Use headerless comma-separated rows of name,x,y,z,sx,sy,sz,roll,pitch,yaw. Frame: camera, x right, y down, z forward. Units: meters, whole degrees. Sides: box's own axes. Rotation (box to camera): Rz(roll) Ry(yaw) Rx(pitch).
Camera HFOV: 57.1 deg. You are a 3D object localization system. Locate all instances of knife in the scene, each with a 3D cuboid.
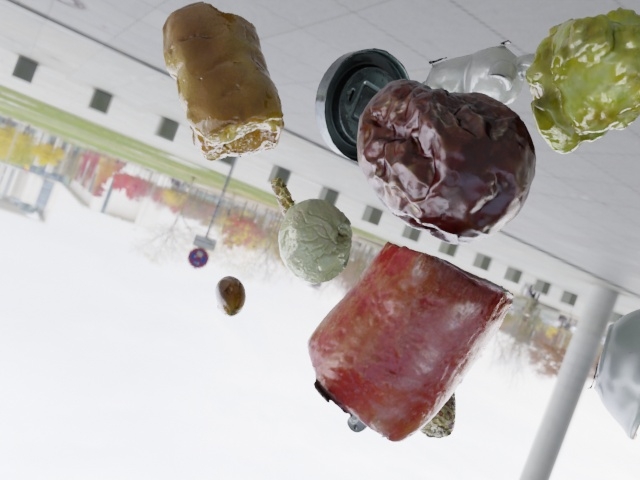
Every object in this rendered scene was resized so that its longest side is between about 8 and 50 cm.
knife,0.151,0.420,1.622,0.073,0.265,0.041,37,-161,19

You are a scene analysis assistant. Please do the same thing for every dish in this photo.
dish,0.471,0.190,0.911,0.081,0.229,0.229,15,177,30

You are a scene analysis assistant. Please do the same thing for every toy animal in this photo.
toy animal,0.385,-0.388,1.418,0.209,0.154,0.325,-15,-173,-21

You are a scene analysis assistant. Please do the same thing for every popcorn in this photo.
popcorn,0.505,-0.306,1.088,0.242,0.250,0.235,-23,109,42

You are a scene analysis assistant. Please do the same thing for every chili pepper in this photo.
chili pepper,0.145,0.151,0.999,0.251,0.305,0.229,35,-174,8

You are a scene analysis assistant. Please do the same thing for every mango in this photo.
mango,-0.182,0.115,1.193,0.063,0.077,0.127,-1,-167,-14

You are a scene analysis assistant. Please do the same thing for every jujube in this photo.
jujube,0.217,-0.150,1.051,0.276,0.276,0.377,20,-153,-31

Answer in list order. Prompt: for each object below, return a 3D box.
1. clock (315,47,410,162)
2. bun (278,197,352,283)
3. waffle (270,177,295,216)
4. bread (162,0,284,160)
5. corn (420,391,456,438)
clock,0.124,-0.370,1.627,0.313,0.312,0.061,20,-178,-37
bun,0.000,0.000,0.782,0.115,0.115,0.069,20,160,-41
waffle,-0.099,-0.104,1.708,0.192,0.046,0.160,85,160,-74
bread,-0.193,-0.318,1.137,0.195,0.344,0.149,-12,153,-20
corn,0.282,0.344,1.436,0.098,0.098,0.289,20,-140,-4
